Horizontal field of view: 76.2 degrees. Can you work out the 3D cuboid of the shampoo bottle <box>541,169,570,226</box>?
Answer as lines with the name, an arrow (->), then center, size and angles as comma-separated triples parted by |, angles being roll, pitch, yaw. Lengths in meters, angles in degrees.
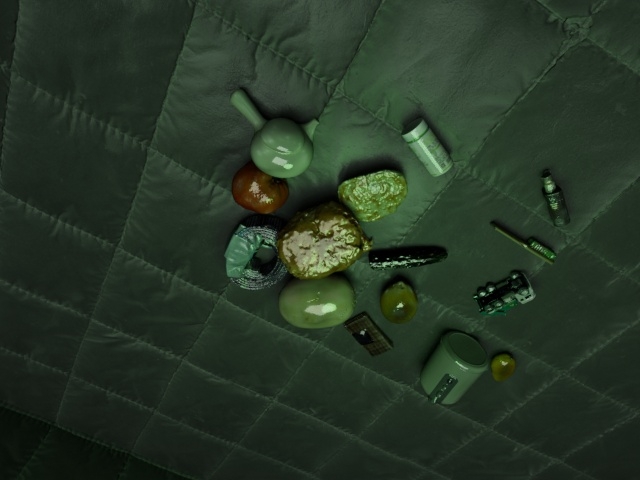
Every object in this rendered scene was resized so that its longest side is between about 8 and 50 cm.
shampoo bottle -> 0.801, -0.144, 1.398 | 0.057, 0.064, 0.208 | -18, 120, 28

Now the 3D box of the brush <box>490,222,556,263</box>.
brush -> 0.748, 0.002, 1.495 | 0.282, 0.054, 0.048 | 27, 111, -10

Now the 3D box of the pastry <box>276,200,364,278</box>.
pastry -> 0.000, 0.000, 1.460 | 0.310, 0.162, 0.256 | -16, 99, 7

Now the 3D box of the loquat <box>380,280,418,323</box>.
loquat -> 0.316, 0.245, 1.640 | 0.151, 0.152, 0.195 | 3, 130, 5

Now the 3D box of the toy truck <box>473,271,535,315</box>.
toy truck -> 0.727, 0.224, 1.606 | 0.215, 0.110, 0.116 | -34, 125, 23

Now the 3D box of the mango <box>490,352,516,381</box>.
mango -> 0.810, 0.566, 1.818 | 0.103, 0.076, 0.161 | -2, 124, 2

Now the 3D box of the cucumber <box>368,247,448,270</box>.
cucumber -> 0.336, 0.070, 1.569 | 0.302, 0.081, 0.073 | -6, 91, 10

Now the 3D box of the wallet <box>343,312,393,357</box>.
wallet -> 0.215, 0.424, 1.817 | 0.124, 0.042, 0.230 | -33, 114, 20

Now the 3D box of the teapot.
teapot -> -0.170, -0.333, 1.311 | 0.317, 0.220, 0.149 | 20, 148, 0

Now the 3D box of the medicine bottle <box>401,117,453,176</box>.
medicine bottle -> 0.350, -0.303, 1.335 | 0.086, 0.086, 0.183 | -34, 112, 23

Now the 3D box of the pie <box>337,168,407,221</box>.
pie -> 0.185, -0.162, 1.438 | 0.247, 0.090, 0.201 | -13, 130, 14

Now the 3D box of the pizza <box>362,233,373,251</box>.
pizza -> 0.101, -0.029, 1.545 | 0.187, 0.062, 0.199 | -7, 118, 8

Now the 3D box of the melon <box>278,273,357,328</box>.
melon -> -0.010, 0.238, 1.626 | 0.316, 0.223, 0.223 | -5, 120, 9

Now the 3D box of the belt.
belt -> -0.243, 0.052, 1.599 | 0.259, 0.122, 0.325 | 23, 123, -16

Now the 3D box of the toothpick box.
toothpick box -> 0.555, 0.575, 1.761 | 0.228, 0.229, 0.317 | 18, 122, -5

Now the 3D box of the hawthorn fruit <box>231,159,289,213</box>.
hawthorn fruit -> -0.226, -0.178, 1.425 | 0.225, 0.197, 0.197 | -19, 118, 34
